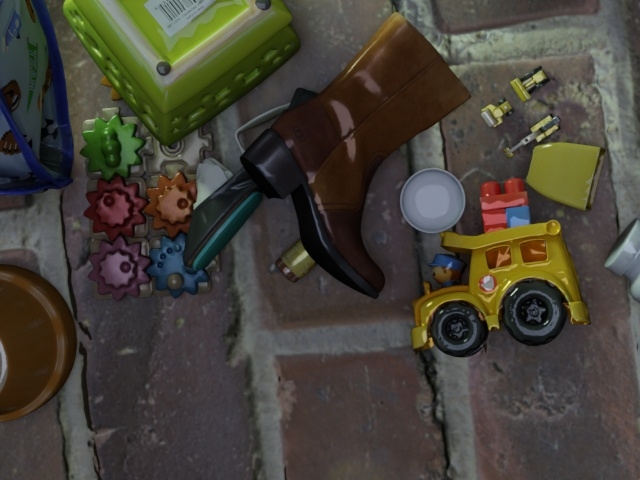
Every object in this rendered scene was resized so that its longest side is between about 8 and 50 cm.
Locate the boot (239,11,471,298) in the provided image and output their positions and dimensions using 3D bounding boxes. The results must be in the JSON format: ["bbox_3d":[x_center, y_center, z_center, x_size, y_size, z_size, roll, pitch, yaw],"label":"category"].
[{"bbox_3d":[0.075,-0.100,1.826,0.280,0.096,0.264,-42,103,-13],"label":"boot"}]

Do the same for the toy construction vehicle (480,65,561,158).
[{"bbox_3d":[0.259,-0.162,1.853,0.098,0.035,0.086,-31,91,6],"label":"toy construction vehicle"}]

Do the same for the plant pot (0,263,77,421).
[{"bbox_3d":[-0.431,0.140,1.855,0.205,0.188,0.205,0,94,5],"label":"plant pot"}]

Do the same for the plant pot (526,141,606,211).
[{"bbox_3d":[0.305,-0.085,1.837,0.083,0.081,0.081,14,95,15],"label":"plant pot"}]

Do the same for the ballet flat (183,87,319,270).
[{"bbox_3d":[-0.091,-0.086,1.863,0.280,0.095,0.096,-44,80,-6],"label":"ballet flat"}]

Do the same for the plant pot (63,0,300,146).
[{"bbox_3d":[-0.169,-0.273,1.776,0.228,0.207,0.227,-37,90,-6],"label":"plant pot"}]

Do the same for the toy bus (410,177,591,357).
[{"bbox_3d":[0.210,0.036,1.823,0.220,0.149,0.211,-11,85,7],"label":"toy bus"}]

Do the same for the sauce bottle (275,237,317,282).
[{"bbox_3d":[0.000,0.000,1.883,0.128,0.042,0.042,-42,90,8],"label":"sauce bottle"}]

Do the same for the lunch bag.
[{"bbox_3d":[-0.484,-0.179,1.750,0.328,0.385,0.239,3,63,4],"label":"lunch bag"}]

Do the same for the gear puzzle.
[{"bbox_3d":[-0.225,-0.090,1.892,0.175,0.044,0.339,-3,94,5],"label":"gear puzzle"}]

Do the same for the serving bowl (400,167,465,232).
[{"bbox_3d":[0.144,-0.052,1.875,0.083,0.027,0.083,0,95,5],"label":"serving bowl"}]

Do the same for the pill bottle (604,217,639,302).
[{"bbox_3d":[0.451,0.052,1.820,0.184,0.103,0.103,33,96,1],"label":"pill bottle"}]
